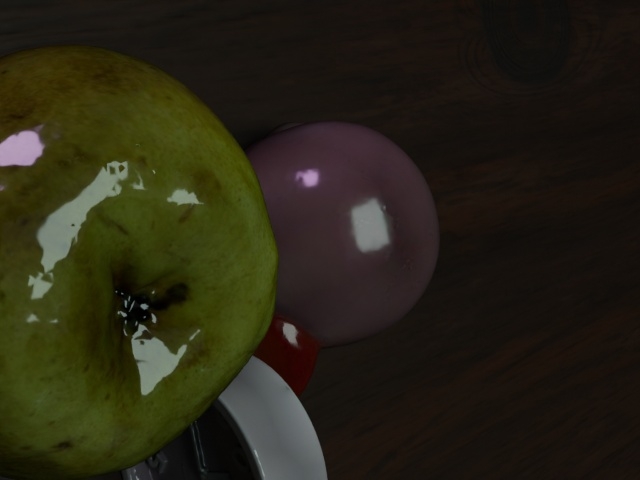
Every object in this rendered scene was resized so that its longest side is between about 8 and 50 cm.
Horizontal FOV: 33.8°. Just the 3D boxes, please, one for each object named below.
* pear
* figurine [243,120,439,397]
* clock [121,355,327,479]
[{"bbox_3d":[-0.195,0.018,0.742,0.304,0.304,0.303,10,76,-44],"label":"pear"},{"bbox_3d":[-0.001,0.002,0.999,0.261,0.211,0.269,-33,107,-43],"label":"figurine"},{"bbox_3d":[-0.086,0.193,0.888,0.068,0.197,0.196,-15,93,-45],"label":"clock"}]
